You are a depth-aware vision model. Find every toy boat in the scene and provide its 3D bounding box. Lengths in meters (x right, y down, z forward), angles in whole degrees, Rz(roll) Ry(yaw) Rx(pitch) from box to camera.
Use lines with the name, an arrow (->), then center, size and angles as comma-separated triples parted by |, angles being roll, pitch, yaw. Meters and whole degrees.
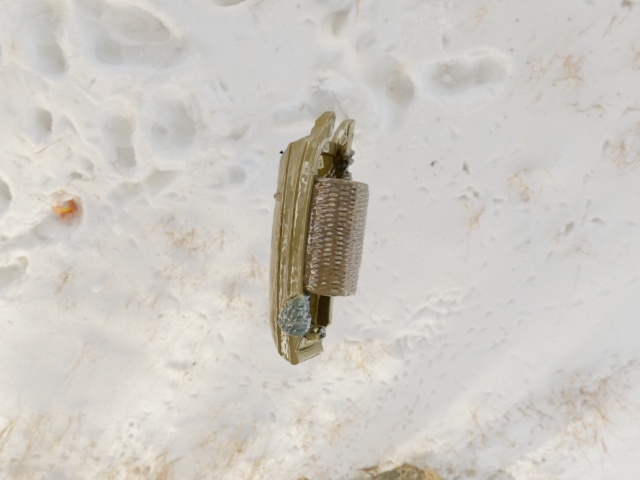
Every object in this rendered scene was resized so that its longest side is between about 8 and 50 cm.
toy boat -> 0.000, 0.000, 0.551 | 0.115, 0.089, 0.310 | 7, 92, 35
